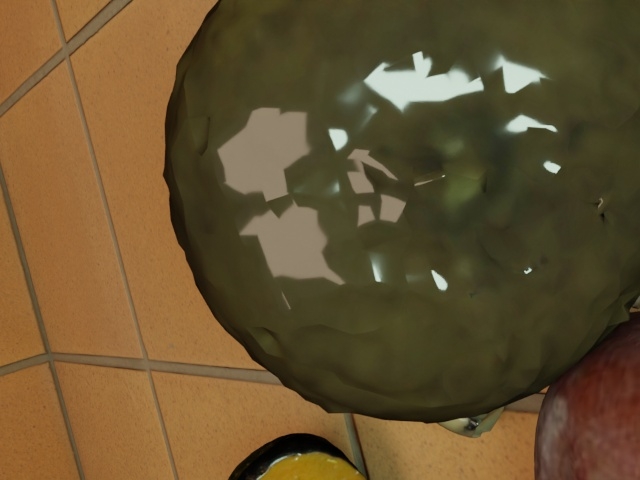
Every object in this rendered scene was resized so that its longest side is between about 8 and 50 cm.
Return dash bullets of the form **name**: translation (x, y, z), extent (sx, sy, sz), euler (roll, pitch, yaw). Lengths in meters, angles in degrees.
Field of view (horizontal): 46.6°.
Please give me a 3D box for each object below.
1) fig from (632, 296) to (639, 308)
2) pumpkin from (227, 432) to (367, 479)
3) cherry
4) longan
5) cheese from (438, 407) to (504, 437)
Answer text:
- **fig**: translation (0.318, -0.005, 0.480), extent (0.202, 0.149, 0.148), euler (-127, 30, -74)
- **pumpkin**: translation (0.001, 0.400, 1.011), extent (0.232, 0.242, 0.325), euler (-177, 67, -82)
- **cherry**: translation (0.276, 0.190, 0.543), extent (0.261, 0.221, 0.308), euler (-53, 47, 50)
- **longan**: translation (0.081, -0.055, 0.568), extent (0.391, 0.391, 0.391), euler (23, 120, 46)
- **cheese**: translation (0.111, 0.093, 0.831), extent (0.249, 0.070, 0.164), euler (41, 131, 35)
